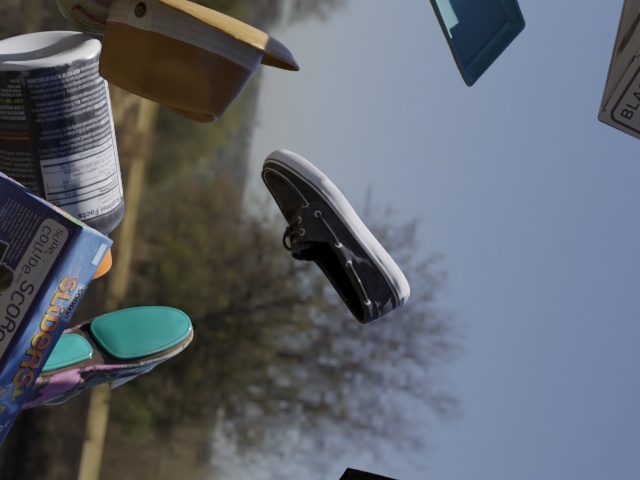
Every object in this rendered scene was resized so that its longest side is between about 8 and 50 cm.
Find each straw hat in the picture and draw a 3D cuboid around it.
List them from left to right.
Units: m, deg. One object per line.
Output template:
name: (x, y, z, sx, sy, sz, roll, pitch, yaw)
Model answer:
straw hat: (-0.207, -0.278, 1.782, 0.144, 0.144, 0.061, 104, -23, -46)

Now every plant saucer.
plant saucer: (0.096, -0.187, 1.230, 0.067, 0.018, 0.192, -48, 145, -13)

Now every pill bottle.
pill bottle: (-0.271, -0.080, 1.814, 0.130, 0.130, 0.246, -95, 180, -68)

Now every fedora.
fedora: (-0.114, -0.142, 1.395, 0.194, 0.194, 0.079, -169, -81, -85)

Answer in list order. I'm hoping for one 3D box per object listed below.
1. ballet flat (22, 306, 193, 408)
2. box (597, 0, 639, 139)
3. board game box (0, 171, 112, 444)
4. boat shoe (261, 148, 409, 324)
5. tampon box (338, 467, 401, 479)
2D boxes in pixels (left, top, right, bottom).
ballet flat: (-0.234, 0.124, 1.812, 0.077, 0.221, 0.079, 49, -43, 32)
box: (0.310, -0.209, 1.413, 0.169, 0.087, 0.290, -62, -177, 36)
board game box: (-0.235, 0.056, 1.147, 0.201, 0.136, 0.035, -60, 146, 0)
boat shoe: (0.000, 0.000, 1.977, 0.076, 0.228, 0.080, -35, 171, -28)
tampon box: (0.079, 0.273, 1.465, 0.161, 0.120, 0.101, 8, -127, 47)
